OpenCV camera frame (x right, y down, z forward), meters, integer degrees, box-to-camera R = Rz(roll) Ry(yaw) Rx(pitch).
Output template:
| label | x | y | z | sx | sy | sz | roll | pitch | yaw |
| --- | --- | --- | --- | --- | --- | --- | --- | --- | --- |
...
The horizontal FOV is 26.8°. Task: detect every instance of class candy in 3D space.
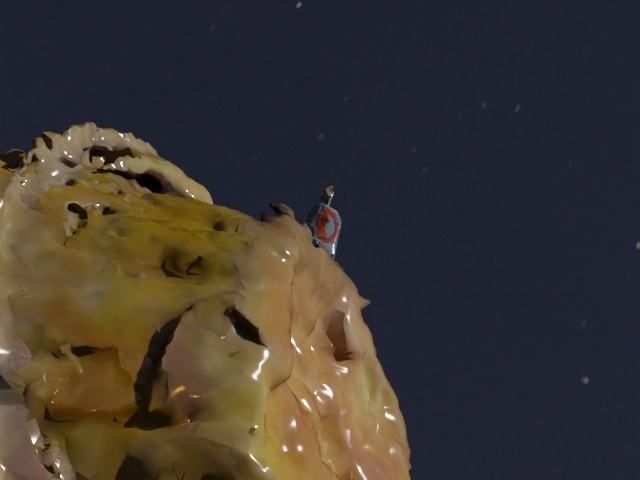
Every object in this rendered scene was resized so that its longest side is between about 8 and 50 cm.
| label | x | y | z | sx | sy | sz | roll | pitch | yaw |
| --- | --- | --- | --- | --- | --- | --- | --- | --- | --- |
| candy | -0.001 | 0.000 | 0.830 | 0.020 | 0.083 | 0.030 | 17 | -46 | -9 |

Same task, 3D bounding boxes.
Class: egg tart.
| label | x | y | z | sx | sy | sz | roll | pitch | yaw |
| --- | --- | --- | --- | --- | --- | --- | --- | --- | --- |
| egg tart | -0.047 | 0.100 | 0.622 | 0.150 | 0.352 | 0.352 | -18 | -62 | 14 |
